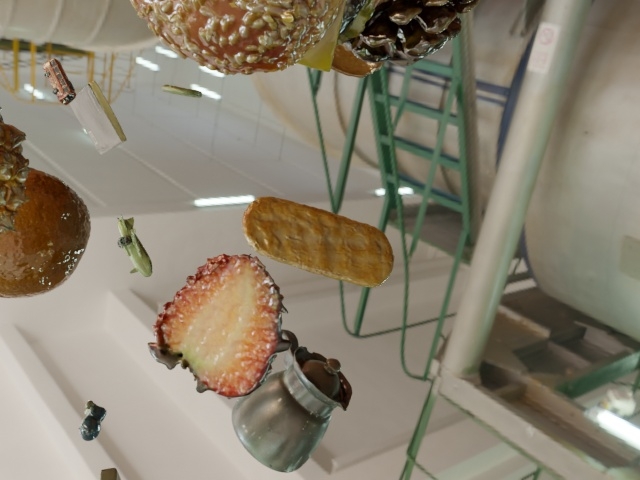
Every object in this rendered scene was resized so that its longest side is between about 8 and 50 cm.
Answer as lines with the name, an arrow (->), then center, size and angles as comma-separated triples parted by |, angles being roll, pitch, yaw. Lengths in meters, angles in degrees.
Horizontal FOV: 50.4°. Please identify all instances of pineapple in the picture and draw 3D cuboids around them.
pineapple -> -0.624, -0.179, 1.210 | 0.161, 0.334, 0.158 | -30, 178, -7

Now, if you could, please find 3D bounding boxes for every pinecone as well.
pinecone -> 0.129, -0.527, 1.283 | 0.398, 0.397, 0.397 | 10, -160, -4

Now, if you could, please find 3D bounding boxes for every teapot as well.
teapot -> -0.059, 0.368, 1.670 | 0.223, 0.285, 0.305 | 34, -163, -31

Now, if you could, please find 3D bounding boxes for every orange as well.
orange -> -0.741, -0.025, 1.617 | 0.357, 0.322, 0.322 | 20, -169, -38

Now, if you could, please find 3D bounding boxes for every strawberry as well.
strawberry -> -0.151, 0.140, 1.236 | 0.233, 0.306, 0.137 | 39, -155, -5

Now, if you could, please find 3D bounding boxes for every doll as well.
doll -> -0.519, 0.410, 1.539 | 0.051, 0.076, 0.083 | 15, -128, -6

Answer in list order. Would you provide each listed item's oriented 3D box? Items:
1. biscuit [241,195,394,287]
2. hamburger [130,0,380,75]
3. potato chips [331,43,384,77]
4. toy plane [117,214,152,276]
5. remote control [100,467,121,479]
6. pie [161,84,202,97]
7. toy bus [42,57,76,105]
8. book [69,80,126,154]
biscuit -> 0.000, 0.000, 1.038 | 0.247, 0.029, 0.118 | 16, -132, -14
hamburger -> -0.072, -0.310, 0.703 | 0.291, 0.290, 0.225 | 18, -144, 17
potato chips -> 0.072, -0.498, 1.715 | 0.202, 0.150, 0.049 | 19, -151, -1
toy plane -> -0.308, 0.010, 1.114 | 0.040, 0.111, 0.102 | -21, -179, -20
remote control -> -0.400, 0.587, 1.289 | 0.038, 0.123, 0.285 | -6, -134, -9
pie -> -0.289, -0.311, 1.416 | 0.085, 0.017, 0.085 | 11, -170, -2
toy bus -> -0.588, -0.359, 1.533 | 0.110, 0.043, 0.031 | 59, -174, 17
book -> -0.564, -0.304, 1.717 | 0.024, 0.160, 0.228 | -34, -165, -28
